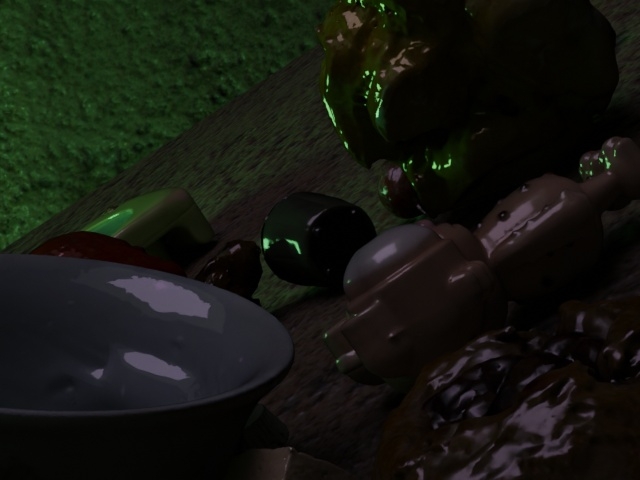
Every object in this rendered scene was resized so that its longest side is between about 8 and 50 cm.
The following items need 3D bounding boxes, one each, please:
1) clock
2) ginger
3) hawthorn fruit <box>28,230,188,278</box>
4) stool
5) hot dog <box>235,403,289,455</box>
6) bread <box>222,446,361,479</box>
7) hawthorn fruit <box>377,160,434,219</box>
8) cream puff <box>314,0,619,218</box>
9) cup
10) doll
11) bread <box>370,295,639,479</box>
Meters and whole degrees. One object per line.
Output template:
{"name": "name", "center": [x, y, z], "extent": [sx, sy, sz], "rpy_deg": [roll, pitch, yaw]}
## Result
{"name": "clock", "center": [-0.302, 0.052, 2.110], "extent": [0.308, 0.096, 0.235], "rpy_deg": [-40, 16, -28]}
{"name": "ginger", "center": [-0.105, 0.071, 1.612], "extent": [0.162, 0.073, 0.103], "rpy_deg": [-52, 1, 2]}
{"name": "hawthorn fruit", "center": [-0.223, 0.124, 1.435], "extent": [0.211, 0.211, 0.299], "rpy_deg": [-18, 29, 49]}
{"name": "stool", "center": [0.000, 0.000, 1.582], "extent": [0.096, 0.096, 0.110], "rpy_deg": [-38, 19, -20]}
{"name": "hot dog", "center": [-0.108, 0.184, 1.253], "extent": [0.192, 0.053, 0.099], "rpy_deg": [-29, 8, 18]}
{"name": "bread", "center": [-0.017, 0.210, 1.002], "extent": [0.077, 0.105, 0.152], "rpy_deg": [-15, 54, 54]}
{"name": "hawthorn fruit", "center": [0.093, -0.042, 1.616], "extent": [0.067, 0.067, 0.103], "rpy_deg": [-31, 39, 11]}
{"name": "cream puff", "center": [0.102, -0.183, 1.504], "extent": [0.257, 0.324, 0.291], "rpy_deg": [-52, 42, 3]}
{"name": "cup", "center": [-0.198, 0.131, 1.109], "extent": [0.347, 0.163, 0.347], "rpy_deg": [6, 13, -1]}
{"name": "doll", "center": [0.122, 0.016, 1.190], "extent": [0.278, 0.119, 0.154], "rpy_deg": [-32, -2, -24]}
{"name": "bread", "center": [0.115, 0.116, 0.816], "extent": [0.230, 0.123, 0.230], "rpy_deg": [-34, 12, 8]}
